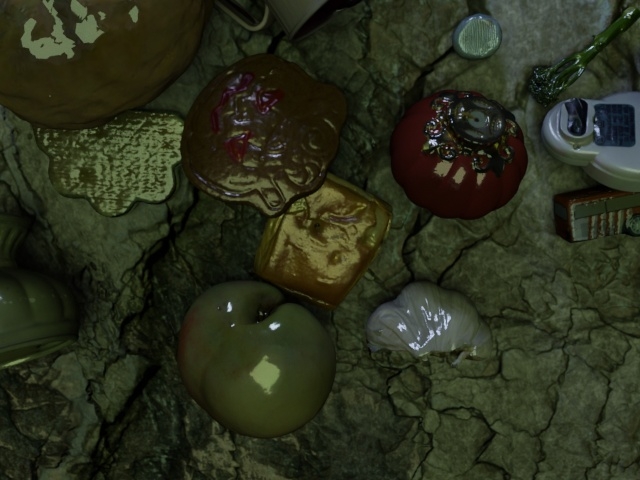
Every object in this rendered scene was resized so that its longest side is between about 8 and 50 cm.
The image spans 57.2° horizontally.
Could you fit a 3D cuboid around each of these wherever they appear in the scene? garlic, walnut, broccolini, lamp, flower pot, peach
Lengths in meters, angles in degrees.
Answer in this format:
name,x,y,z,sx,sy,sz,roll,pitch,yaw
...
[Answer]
name,x,y,z,sx,sy,sz,roll,pitch,yaw
garlic,0.201,0.146,1.058,0.229,0.178,0.143,10,86,-5
walnut,-0.351,-0.339,0.866,0.383,0.383,0.384,0,104,2
broccolini,0.444,-0.321,1.000,0.216,0.058,0.067,-45,134,4
lamp,0.224,-0.137,0.968,0.226,0.227,0.227,0,104,2
flower pot,-0.587,0.099,1.012,0.307,0.307,0.244,-19,82,6
lamp,0.495,-0.163,0.986,0.246,0.108,0.180,11,61,9
peach,-0.116,0.214,1.035,0.292,0.247,0.292,10,117,20

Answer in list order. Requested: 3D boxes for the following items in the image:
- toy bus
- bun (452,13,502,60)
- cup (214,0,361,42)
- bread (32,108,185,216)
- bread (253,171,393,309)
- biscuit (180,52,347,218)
name,x,y,z,sx,sy,sz,roll,pitch,yaw
toy bus,0.624,-0.072,1.027,0.408,0.093,0.092,-11,101,3
bun,0.264,-0.343,0.992,0.083,0.045,0.083,1,104,5
cup,-0.047,-0.465,0.914,0.208,0.288,0.273,-42,100,-26
bread,-0.370,-0.143,1.054,0.286,0.056,0.207,9,101,-1
bread,0.000,0.000,1.057,0.210,0.099,0.235,26,102,-5
biscuit,-0.096,-0.179,0.989,0.257,0.049,0.273,28,82,3
